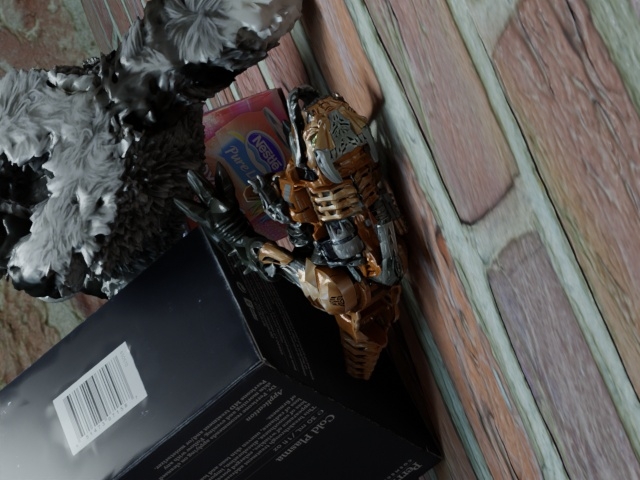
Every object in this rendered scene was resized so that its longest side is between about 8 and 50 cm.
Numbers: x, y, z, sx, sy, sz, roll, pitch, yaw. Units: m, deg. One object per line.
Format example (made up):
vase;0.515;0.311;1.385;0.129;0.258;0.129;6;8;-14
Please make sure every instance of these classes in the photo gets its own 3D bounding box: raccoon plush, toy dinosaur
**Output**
raccoon plush;-0.129;-0.068;1.864;0.299;0.446;0.216;11;-121;-60
toy dinosaur;0.000;0.000;1.697;0.218;0.164;0.322;38;131;42

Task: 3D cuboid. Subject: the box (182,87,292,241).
box;-0.105;-0.068;2.147;0.300;0.142;0.154;-175;64;-81

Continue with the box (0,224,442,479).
box;-0.121;0.201;1.891;0.312;0.343;0.179;35;-158;-48
